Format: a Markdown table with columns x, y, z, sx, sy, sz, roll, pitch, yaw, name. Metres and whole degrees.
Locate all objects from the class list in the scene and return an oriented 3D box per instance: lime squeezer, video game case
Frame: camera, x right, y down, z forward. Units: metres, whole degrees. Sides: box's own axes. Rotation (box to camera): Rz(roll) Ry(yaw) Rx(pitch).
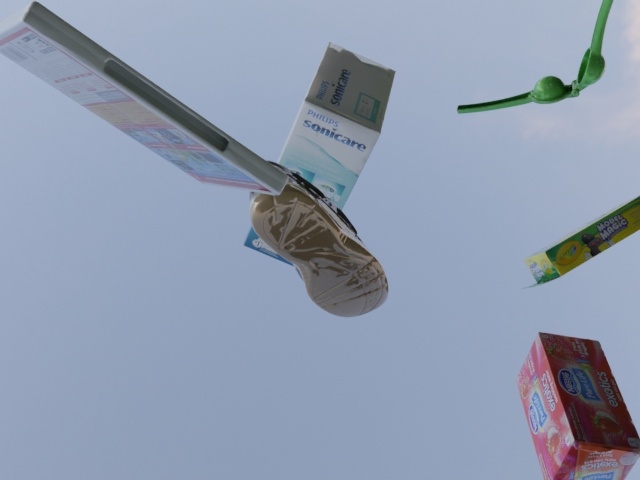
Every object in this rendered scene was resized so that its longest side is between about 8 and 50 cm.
| x | y | z | sx | sy | sz | roll | pitch | yaw | name |
| --- | --- | --- | --- | --- | --- | --- | --- | --- | --- |
| 0.349 | -0.250 | 1.210 | 0.110 | 0.310 | 0.058 | 24 | -133 | -28 | lime squeezer |
| -0.188 | -0.133 | 0.817 | 0.285 | 0.204 | 0.025 | 34 | -101 | -30 | video game case |

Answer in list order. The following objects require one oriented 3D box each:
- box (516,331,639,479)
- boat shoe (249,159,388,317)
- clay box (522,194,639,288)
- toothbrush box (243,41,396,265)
| x | y | z | sx | sy | sz | roll | pitch | yaw | name |
| --- | --- | --- | --- | --- | --- | --- | --- | --- | --- |
| 0.433 | 0.292 | 1.383 | 0.123 | 0.128 | 0.256 | 9 | -145 | -7 | box |
| 0.000 | 0.000 | 1.001 | 0.103 | 0.285 | 0.092 | -28 | -131 | 15 | boat shoe |
| 0.431 | 0.006 | 1.337 | 0.222 | 0.127 | 0.053 | -29 | -96 | -6 | clay box |
| -0.002 | -0.133 | 1.301 | 0.126 | 0.295 | 0.216 | 22 | -143 | -4 | toothbrush box |
